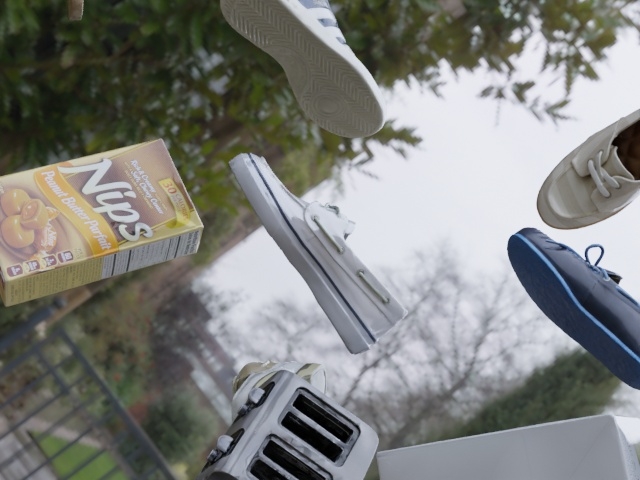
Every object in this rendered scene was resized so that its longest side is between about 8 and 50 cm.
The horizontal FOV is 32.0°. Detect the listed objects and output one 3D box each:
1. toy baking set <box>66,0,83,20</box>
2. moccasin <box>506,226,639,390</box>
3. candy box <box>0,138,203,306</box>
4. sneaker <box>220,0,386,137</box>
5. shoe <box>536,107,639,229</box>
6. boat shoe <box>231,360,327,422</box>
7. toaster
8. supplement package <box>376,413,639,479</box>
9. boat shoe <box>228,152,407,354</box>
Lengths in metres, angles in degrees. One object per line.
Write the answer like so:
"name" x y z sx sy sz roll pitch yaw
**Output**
"toy baking set" -0.161 -0.268 0.772 0.256 0.030 0.196 141 -57 -66
"moccasin" 0.452 0.102 1.842 0.342 0.117 0.137 49 -22 21
"candy box" -0.365 -0.033 1.738 0.182 0.317 0.087 63 -25 23
"sneaker" -0.008 -0.310 1.713 0.350 0.131 0.148 48 36 -34
"shoe" 0.292 -0.087 1.028 0.076 0.219 0.058 58 9 20
"boat shoe" -0.081 0.239 1.668 0.302 0.103 0.113 6 86 -73
"toaster" -0.037 0.272 1.326 0.186 0.168 0.110 36 -38 -1
"supplement package" 0.192 0.264 0.970 0.263 0.198 0.199 25 54 -68
"boat shoe" 0.000 0.000 1.081 0.226 0.076 0.083 56 -1 -7
